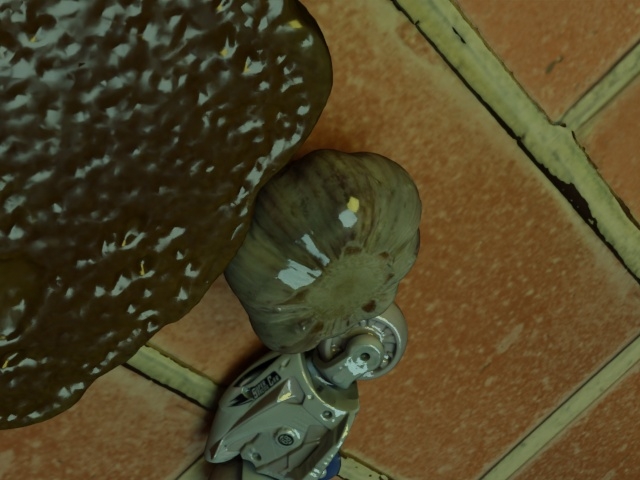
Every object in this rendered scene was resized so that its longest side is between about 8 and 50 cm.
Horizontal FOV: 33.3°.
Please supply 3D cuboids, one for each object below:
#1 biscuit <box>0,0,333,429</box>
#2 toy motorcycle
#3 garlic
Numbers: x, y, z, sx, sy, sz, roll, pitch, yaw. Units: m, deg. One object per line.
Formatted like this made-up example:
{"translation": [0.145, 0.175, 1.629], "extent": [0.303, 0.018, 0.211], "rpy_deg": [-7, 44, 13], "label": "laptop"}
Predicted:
{"translation": [-0.176, -0.050, 0.621], "extent": [0.359, 0.074, 0.381], "rpy_deg": [3, 124, -26], "label": "biscuit"}
{"translation": [-0.026, 0.138, 0.864], "extent": [0.112, 0.112, 0.254], "rpy_deg": [14, 118, -38], "label": "toy motorcycle"}
{"translation": [0.000, 0.000, 0.752], "extent": [0.147, 0.102, 0.159], "rpy_deg": [-6, 134, -25], "label": "garlic"}
